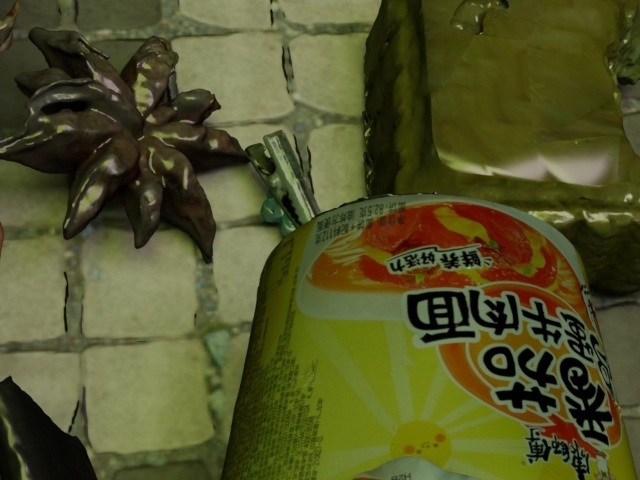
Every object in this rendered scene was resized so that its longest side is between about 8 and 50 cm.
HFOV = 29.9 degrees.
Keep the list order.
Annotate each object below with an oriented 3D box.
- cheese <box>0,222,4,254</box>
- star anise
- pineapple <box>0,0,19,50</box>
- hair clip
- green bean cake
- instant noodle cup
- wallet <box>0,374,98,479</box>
[{"bbox_3d":[-0.239,0.063,0.615,0.128,0.203,0.177,8,98,-16],"label":"cheese"},{"bbox_3d":[-0.126,-0.075,0.832,0.182,0.065,0.195,24,49,-25],"label":"star anise"},{"bbox_3d":[-0.346,-0.145,0.711,0.352,0.352,0.300,6,73,-7],"label":"pineapple"},{"bbox_3d":[0.000,0.000,0.846,0.049,0.049,0.173,-25,75,-20],"label":"hair clip"},{"bbox_3d":[0.153,-0.089,0.869,0.233,0.124,0.236,3,63,-9],"label":"green bean cake"},{"bbox_3d":[0.061,0.112,0.696,0.264,0.264,0.200,7,53,-6],"label":"instant noodle cup"},{"bbox_3d":[-0.111,0.238,0.638,0.044,0.170,0.321,-24,69,-3],"label":"wallet"}]
